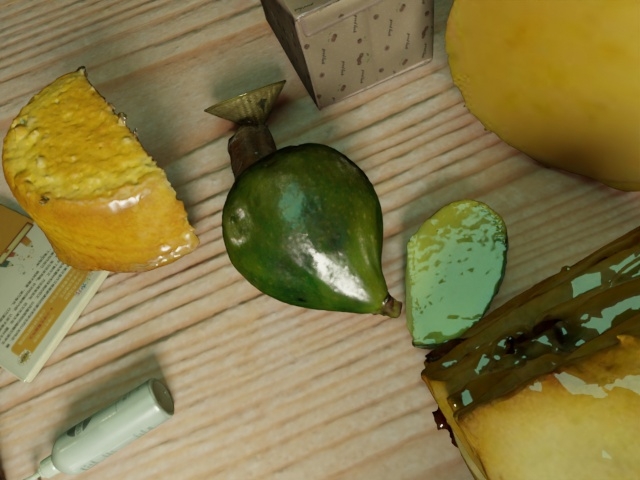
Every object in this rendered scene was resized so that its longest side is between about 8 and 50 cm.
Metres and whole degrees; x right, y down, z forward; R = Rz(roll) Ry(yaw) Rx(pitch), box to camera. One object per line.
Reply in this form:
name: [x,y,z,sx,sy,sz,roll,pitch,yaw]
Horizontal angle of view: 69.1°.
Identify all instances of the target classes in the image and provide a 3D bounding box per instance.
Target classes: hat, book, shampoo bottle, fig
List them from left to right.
book: [-0.486,0.065,0.730,0.295,0.020,0.208,21,69,22]
shampoo bottle: [-0.276,0.244,0.565,0.195,0.056,0.056,-32,60,-6]
hat: [-0.114,-0.211,0.774,0.146,0.067,0.146,-18,18,6]
fig: [0.000,0.000,0.557,0.195,0.195,0.245,-39,58,-9]

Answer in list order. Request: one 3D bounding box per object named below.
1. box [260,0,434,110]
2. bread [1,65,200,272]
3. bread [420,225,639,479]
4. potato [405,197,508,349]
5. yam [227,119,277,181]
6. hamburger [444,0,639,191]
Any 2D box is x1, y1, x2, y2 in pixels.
box: [0.026,-0.411,0.774,0.225,0.190,0.297,-25,58,-1]
bread: [-0.334,-0.080,0.666,0.179,0.194,0.340,-32,62,-21]
bread: [0.273,0.180,0.358,0.314,0.191,0.370,-36,61,13]
potato: [0.162,0.045,0.575,0.119,0.054,0.198,10,70,17]
yam: [-0.094,-0.104,0.701,0.079,0.079,0.141,-20,61,2]
hamburger: [0.356,-0.274,0.520,0.395,0.396,0.277,32,74,26]
